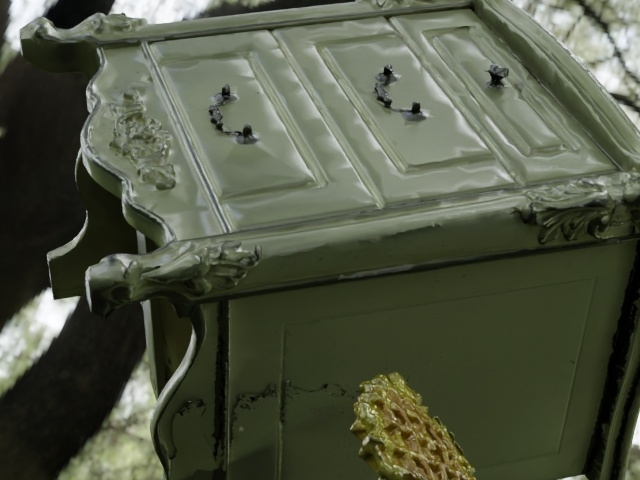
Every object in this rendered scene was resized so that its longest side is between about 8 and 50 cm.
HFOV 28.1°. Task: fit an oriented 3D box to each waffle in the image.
[{"bbox_3d":[0.044,0.095,0.556,0.016,0.078,0.085,-36,-72,21],"label":"waffle"}]

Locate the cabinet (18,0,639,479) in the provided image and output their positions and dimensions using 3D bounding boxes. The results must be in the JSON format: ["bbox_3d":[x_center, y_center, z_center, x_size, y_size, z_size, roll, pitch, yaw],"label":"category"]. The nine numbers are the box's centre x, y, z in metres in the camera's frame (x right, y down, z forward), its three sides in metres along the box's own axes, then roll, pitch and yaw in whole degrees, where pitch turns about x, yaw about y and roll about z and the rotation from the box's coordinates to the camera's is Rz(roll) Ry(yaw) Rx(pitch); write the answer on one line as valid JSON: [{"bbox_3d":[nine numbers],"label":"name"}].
[{"bbox_3d":[0.000,0.000,0.781,0.318,0.290,0.227,-8,-53,-16],"label":"cabinet"}]
